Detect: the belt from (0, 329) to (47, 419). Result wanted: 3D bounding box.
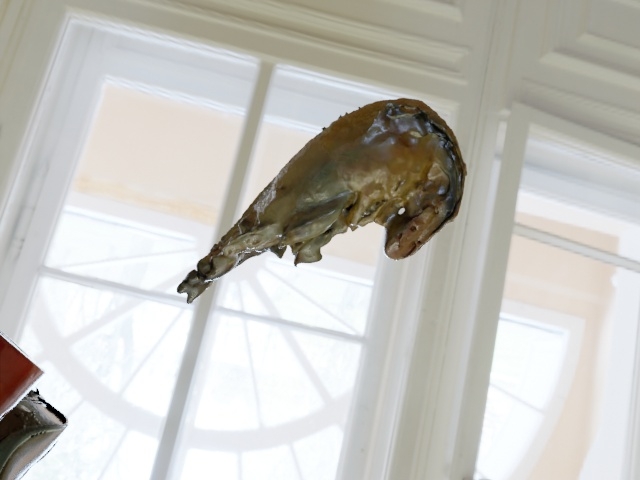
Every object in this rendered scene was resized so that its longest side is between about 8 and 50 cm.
[{"bbox_3d":[-0.423,0.062,0.619,0.323,0.115,0.227,37,155,9],"label":"belt"}]

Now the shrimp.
[{"bbox_3d":[-0.008,-0.004,0.493,0.262,0.117,0.066,-40,165,17],"label":"shrimp"}]

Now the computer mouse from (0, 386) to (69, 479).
[{"bbox_3d":[-0.396,0.225,0.758,0.137,0.096,0.233,33,-167,1],"label":"computer mouse"}]
